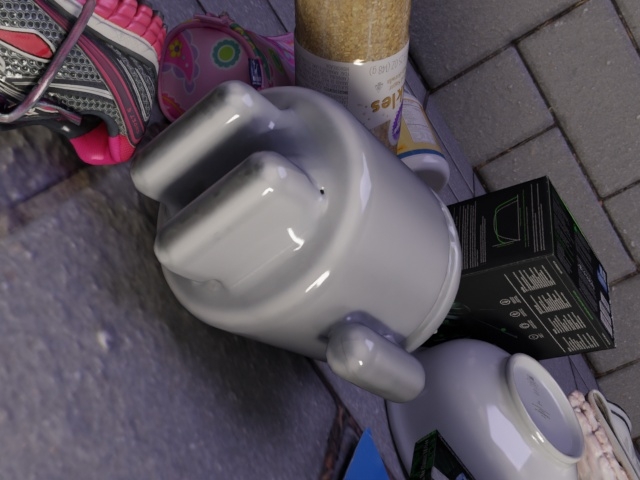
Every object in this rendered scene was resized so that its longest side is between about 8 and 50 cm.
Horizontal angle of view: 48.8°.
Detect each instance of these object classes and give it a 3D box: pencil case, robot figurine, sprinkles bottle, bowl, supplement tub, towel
[{"bbox_3d":[-0.076,-0.186,0.802,0.124,0.124,0.284,61,19,-1],"label":"pencil case"},{"bbox_3d":[0.000,0.000,0.623,0.353,0.199,0.300,31,32,-54],"label":"robot figurine"},{"bbox_3d":[0.031,-0.143,0.758,0.356,0.121,0.121,89,-5,-45],"label":"sprinkles bottle"},{"bbox_3d":[0.229,0.234,0.878,0.297,0.134,0.298,35,33,-27],"label":"bowl"},{"bbox_3d":[0.127,-0.167,1.232,0.144,0.144,0.200,30,36,-54],"label":"supplement tub"},{"bbox_3d":[0.377,0.413,0.960,0.317,0.053,0.332,94,-15,-50],"label":"towel"}]

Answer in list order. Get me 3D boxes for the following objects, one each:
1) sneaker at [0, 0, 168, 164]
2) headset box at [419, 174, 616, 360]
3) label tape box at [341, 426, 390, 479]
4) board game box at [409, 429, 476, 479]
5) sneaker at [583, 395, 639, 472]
[{"bbox_3d":[-0.210,-0.127,0.424,0.299,0.120,0.112,13,81,-54],"label":"sneaker"},{"bbox_3d":[0.233,0.067,1.002,0.246,0.283,0.131,44,42,-37],"label":"headset box"},{"bbox_3d":[0.139,0.353,0.619,0.348,0.115,0.249,61,20,-5],"label":"label tape box"},{"bbox_3d":[0.154,0.287,0.555,0.260,0.030,0.136,52,18,-6],"label":"board game box"},{"bbox_3d":[0.630,0.527,1.487,0.447,0.169,0.258,50,21,-35],"label":"sneaker"}]
